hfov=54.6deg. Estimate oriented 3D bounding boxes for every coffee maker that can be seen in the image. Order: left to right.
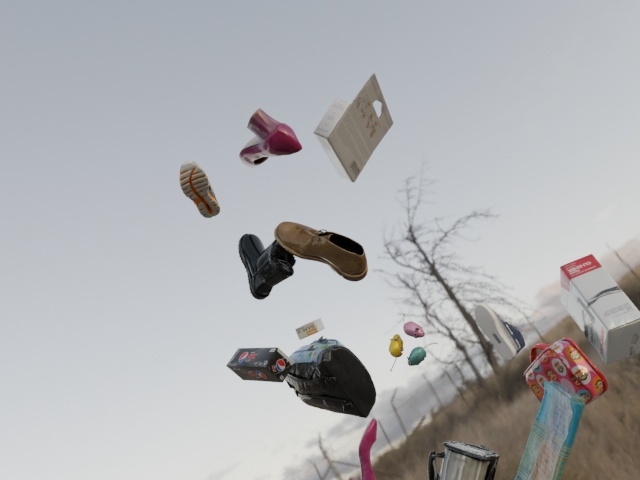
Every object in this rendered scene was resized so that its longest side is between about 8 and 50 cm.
[{"bbox_3d":[0.293,0.502,1.233,0.171,0.178,0.120,20,-9,-35],"label":"coffee maker"}]

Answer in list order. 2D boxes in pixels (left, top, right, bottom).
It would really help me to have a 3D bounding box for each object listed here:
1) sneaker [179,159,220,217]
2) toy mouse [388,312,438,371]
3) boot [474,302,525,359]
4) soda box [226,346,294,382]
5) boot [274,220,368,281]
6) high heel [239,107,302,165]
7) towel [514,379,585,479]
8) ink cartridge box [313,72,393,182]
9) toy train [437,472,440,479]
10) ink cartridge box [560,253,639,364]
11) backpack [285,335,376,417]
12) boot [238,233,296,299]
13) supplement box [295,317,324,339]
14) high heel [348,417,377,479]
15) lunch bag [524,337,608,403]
[{"bbox_3d":[-0.367,-0.161,1.855,0.084,0.083,0.214,-19,-42,-3],"label":"sneaker"},{"bbox_3d":[0.240,0.271,1.637,0.143,0.160,0.031,-4,-14,41],"label":"toy mouse"},{"bbox_3d":[0.545,0.263,1.886,0.086,0.190,0.069,-27,-4,-40],"label":"boot"},{"bbox_3d":[-0.134,0.273,1.367,0.169,0.060,0.053,-13,38,51],"label":"soda box"},{"bbox_3d":[0.000,0.000,1.752,0.112,0.305,0.115,-52,-26,-31],"label":"boot"},{"bbox_3d":[-0.161,-0.280,2.024,0.127,0.181,0.377,-49,-3,-13],"label":"high heel"},{"bbox_3d":[0.648,0.599,1.786,0.271,0.040,0.370,36,-107,-87],"label":"towel"},{"bbox_3d":[0.115,-0.366,2.014,0.261,0.066,0.296,-57,-28,-10],"label":"ink cartridge box"},{"bbox_3d":[0.417,0.779,1.970,0.027,0.158,0.036,-49,-46,-22],"label":"toy train"},{"bbox_3d":[0.854,0.210,1.898,0.114,0.272,0.197,-23,-46,1],"label":"ink cartridge box"},{"bbox_3d":[0.014,0.498,2.292,0.356,0.290,0.273,-25,18,43],"label":"backpack"},{"bbox_3d":[-0.169,0.045,1.998,0.094,0.246,0.207,5,-33,-35],"label":"boot"},{"bbox_3d":[-0.030,0.259,1.824,0.062,0.036,0.098,-25,-6,10],"label":"supplement box"},{"bbox_3d":[0.164,0.676,1.896,0.082,0.117,0.244,63,-136,-72],"label":"high heel"},{"bbox_3d":[0.838,0.477,2.182,0.120,0.258,0.293,-26,-26,-21],"label":"lunch bag"}]
